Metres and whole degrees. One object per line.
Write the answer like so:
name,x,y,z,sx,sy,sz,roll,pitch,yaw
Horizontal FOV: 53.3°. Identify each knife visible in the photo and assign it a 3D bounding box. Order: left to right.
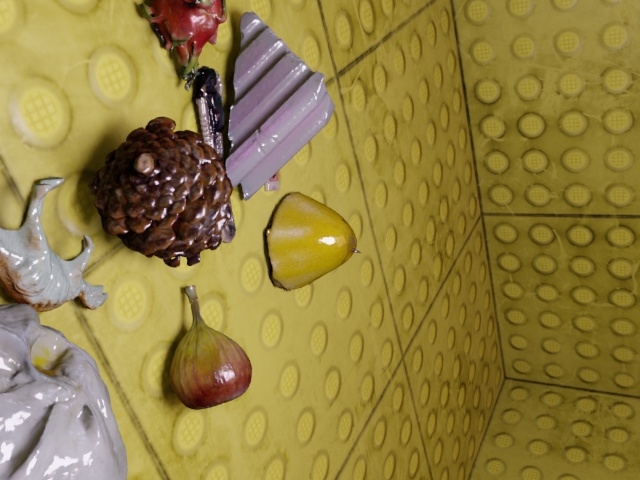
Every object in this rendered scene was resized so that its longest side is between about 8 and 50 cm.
knife,-0.206,-0.170,1.305,0.089,0.043,0.366,-26,115,-55

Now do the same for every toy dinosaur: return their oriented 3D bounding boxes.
toy dinosaur,-0.425,0.000,0.910,0.393,0.092,0.206,16,84,-67

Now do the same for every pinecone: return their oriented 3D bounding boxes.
pinecone,-0.255,-0.074,1.070,0.272,0.224,0.225,62,39,-71

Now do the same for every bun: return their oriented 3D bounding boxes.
bun,-0.366,0.215,0.767,0.194,0.354,0.354,-44,142,3

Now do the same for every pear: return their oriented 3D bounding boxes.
pear,0.001,-0.002,1.539,0.266,0.177,0.267,7,82,-58

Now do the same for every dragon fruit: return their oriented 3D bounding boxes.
dragon fruit,-0.244,-0.391,1.152,0.137,0.135,0.236,-20,127,-63

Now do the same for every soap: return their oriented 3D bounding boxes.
soap,-0.146,-0.284,1.361,0.302,0.258,0.159,-43,165,6

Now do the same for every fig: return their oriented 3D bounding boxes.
fig,-0.234,0.218,1.234,0.231,0.143,0.160,51,33,14

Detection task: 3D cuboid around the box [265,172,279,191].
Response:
box,-0.114,-0.157,1.487,0.046,0.012,0.084,-14,102,-59
